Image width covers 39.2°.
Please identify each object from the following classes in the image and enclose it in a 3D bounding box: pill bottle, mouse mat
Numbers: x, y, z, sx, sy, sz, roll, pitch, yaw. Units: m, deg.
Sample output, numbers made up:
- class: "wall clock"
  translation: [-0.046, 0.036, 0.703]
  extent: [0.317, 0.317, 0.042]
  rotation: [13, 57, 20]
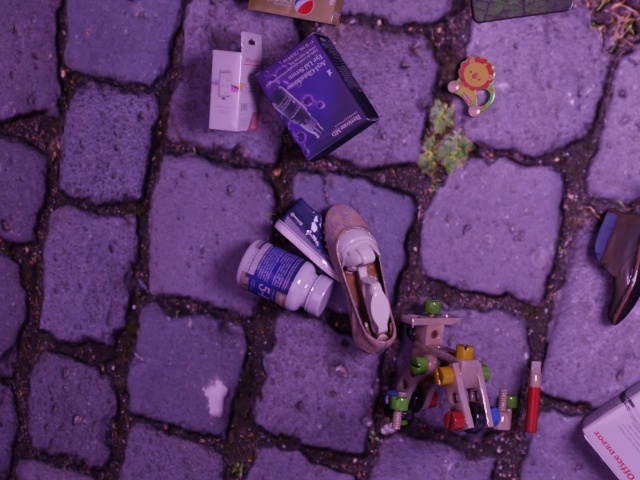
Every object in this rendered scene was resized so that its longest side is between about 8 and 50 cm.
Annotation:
- class: "pill bottle"
  translation: [-0.071, 0.082, 1.870]
  extent: [0.187, 0.112, 0.112]
  rotation: [24, 105, 13]
- class: "mouse mat"
  translation: [0.375, -0.497, 1.693]
  extent: [0.190, 0.007, 0.152]
  rotation: [-4, 97, 17]

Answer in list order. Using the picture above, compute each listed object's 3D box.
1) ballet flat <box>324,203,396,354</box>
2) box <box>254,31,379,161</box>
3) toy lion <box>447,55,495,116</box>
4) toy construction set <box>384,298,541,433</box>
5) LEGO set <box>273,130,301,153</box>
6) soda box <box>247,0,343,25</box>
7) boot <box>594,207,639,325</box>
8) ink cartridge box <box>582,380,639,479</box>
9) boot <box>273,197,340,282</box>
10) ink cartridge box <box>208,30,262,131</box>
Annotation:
- class: "ballet flat"
  translation: [0.091, 0.070, 1.799]
  extent: [0.107, 0.106, 0.316]
  rotation: [-16, 86, -17]
- class: "box"
  translation: [-0.004, -0.284, 1.792]
  extent: [0.153, 0.108, 0.207]
  rotation: [-34, 88, 19]
- class: "toy lion"
  translation: [0.301, -0.302, 1.737]
  extent: [0.096, 0.034, 0.100]
  rotation: [-40, 86, 11]
- class: "toy construction set"
  translation: [0.277, 0.242, 1.752]
  extent: [0.309, 0.257, 0.237]
  rotation: [6, 88, -4]
- class: "LEGO set"
  translation: [-0.056, -0.205, 1.863]
  extent: [0.083, 0.023, 0.054]
  rotation: [37, 147, -2]
- class: "soda box"
  translation: [-0.050, -0.475, 1.799]
  extent: [0.181, 0.061, 0.058]
  rotation: [13, 103, 15]
- class: "boot"
  translation: [0.564, 0.046, 1.702]
  extent: [0.106, 0.082, 0.219]
  rotation: [29, 112, 33]
- class: "ink cartridge box"
  translation: [0.625, 0.354, 1.712]
  extent: [0.203, 0.086, 0.148]
  rotation: [-39, 86, 20]
- class: "boot"
  translation: [0.000, 0.000, 1.862]
  extent: [0.190, 0.069, 0.086]
  rotation: [42, 89, -4]
- class: "ink cartridge box"
  translation: [-0.172, -0.325, 1.833]
  extent: [0.067, 0.115, 0.198]
  rotation: [8, 100, 16]
